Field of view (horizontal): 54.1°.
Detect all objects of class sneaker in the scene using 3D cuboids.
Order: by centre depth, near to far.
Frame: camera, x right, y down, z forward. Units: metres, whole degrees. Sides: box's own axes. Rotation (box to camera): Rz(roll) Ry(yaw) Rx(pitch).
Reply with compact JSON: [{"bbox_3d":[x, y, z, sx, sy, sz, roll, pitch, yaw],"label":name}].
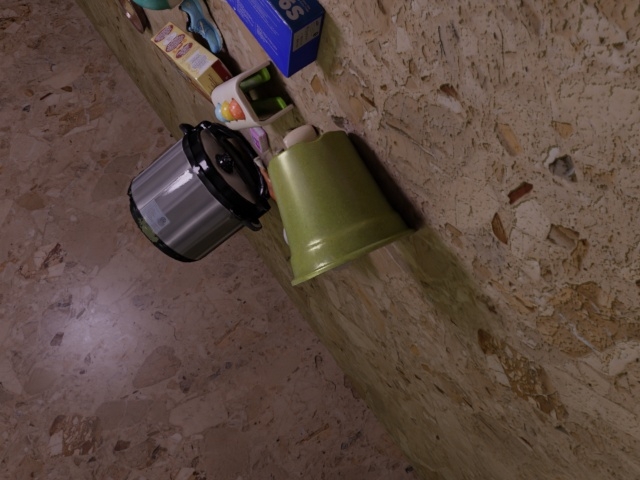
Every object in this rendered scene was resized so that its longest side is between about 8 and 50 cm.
[{"bbox_3d":[-0.312,-0.551,1.617,0.063,0.073,0.162,38,163,52],"label":"sneaker"}]

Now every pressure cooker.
[{"bbox_3d":[-0.381,-0.169,2.109,0.370,0.420,0.375,41,-160,-36],"label":"pressure cooker"}]

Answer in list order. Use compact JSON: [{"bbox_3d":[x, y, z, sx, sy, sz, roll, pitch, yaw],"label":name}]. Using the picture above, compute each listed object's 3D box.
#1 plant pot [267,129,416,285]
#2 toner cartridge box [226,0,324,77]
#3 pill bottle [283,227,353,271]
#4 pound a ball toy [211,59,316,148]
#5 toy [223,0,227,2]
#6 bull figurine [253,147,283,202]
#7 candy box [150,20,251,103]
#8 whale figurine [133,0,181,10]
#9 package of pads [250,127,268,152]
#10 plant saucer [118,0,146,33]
[{"bbox_3d":[0.018,-0.075,1.287,0.254,0.276,0.276,66,167,2],"label":"plant pot"},{"bbox_3d":[-0.130,-0.483,1.149,0.348,0.075,0.165,53,166,7],"label":"toner cartridge box"},{"bbox_3d":[0.000,0.000,1.732,0.229,0.131,0.131,34,155,58],"label":"pill bottle"},{"bbox_3d":[-0.157,-0.306,1.538,0.208,0.136,0.319,60,166,-18],"label":"pound a ball toy"},{"bbox_3d":[-0.290,-0.611,1.439,0.237,0.056,0.137,37,157,53],"label":"toy"},{"bbox_3d":[-0.080,-0.149,1.728,0.310,0.101,0.188,22,140,63],"label":"bull figurine"},{"bbox_3d":[-0.339,-0.481,1.778,0.316,0.087,0.183,45,177,40],"label":"candy box"},{"bbox_3d":[-0.430,-0.673,1.555,0.272,0.141,0.216,-118,7,-49],"label":"whale figurine"},{"bbox_3d":[-0.180,-0.302,1.849,0.050,0.032,0.083,51,166,23],"label":"package of pads"},{"bbox_3d":[-0.687,-0.851,2.283,0.198,0.036,0.198,52,166,18],"label":"plant saucer"}]
